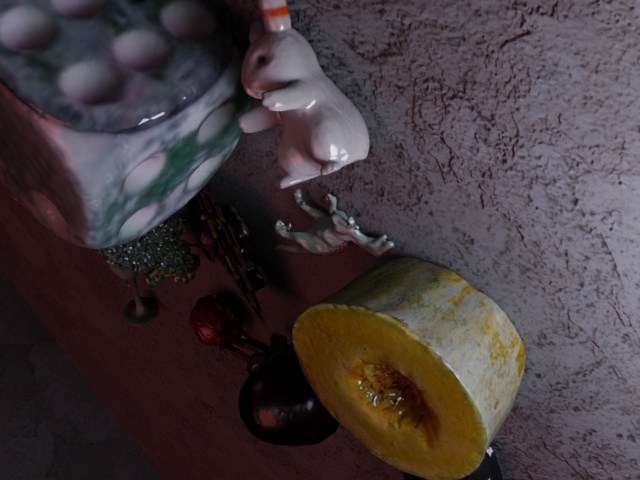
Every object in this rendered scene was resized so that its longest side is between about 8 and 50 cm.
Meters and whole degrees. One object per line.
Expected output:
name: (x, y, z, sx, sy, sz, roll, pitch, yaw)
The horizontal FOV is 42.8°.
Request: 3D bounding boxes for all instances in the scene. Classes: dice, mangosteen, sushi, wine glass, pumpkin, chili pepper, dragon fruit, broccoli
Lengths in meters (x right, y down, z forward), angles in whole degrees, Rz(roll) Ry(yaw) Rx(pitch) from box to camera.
dice: (-0.323, -0.214, 1.218, 0.330, 0.328, 0.348, 44, 151, 7)
mangosteen: (-0.052, 0.306, 1.636, 0.216, 0.216, 0.216, 33, 148, 25)
sushi: (-0.162, -0.007, 1.543, 0.264, 0.050, 0.290, 48, 160, 46)
wine glass: (-0.414, 0.124, 1.988, 0.264, 0.096, 0.309, 33, 147, 28)
pumpkin: (0.141, 0.171, 1.226, 0.332, 0.199, 0.332, 25, 139, 24)
chili pepper: (-0.198, -0.030, 1.485, 0.083, 0.017, 0.030, 71, -173, -54)
dragon fruit: (-0.228, 0.176, 1.796, 0.121, 0.130, 0.142, 12, 146, -7)
broccoli: (-0.439, -0.103, 1.683, 0.397, 0.275, 0.352, 44, 140, 52)

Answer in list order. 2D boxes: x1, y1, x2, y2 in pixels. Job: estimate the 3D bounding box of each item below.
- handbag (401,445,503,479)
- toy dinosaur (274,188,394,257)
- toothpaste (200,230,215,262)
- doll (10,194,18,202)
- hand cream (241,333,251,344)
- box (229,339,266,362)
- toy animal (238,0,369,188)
handbag: (0.234, 0.432, 1.505, 0.244, 0.088, 0.275, 21, 144, 44)
toy dinosaur: (0.000, 0.000, 1.323, 0.167, 0.053, 0.242, 42, 143, -3)
toothpaste: (-0.224, 0.009, 1.636, 0.045, 0.028, 0.170, 56, 167, 9)
doll: (-0.460, -0.124, 1.402, 0.252, 0.237, 0.111, 38, 127, 8)
hand cream: (-0.198, 0.208, 1.883, 0.102, 0.022, 0.035, 39, 151, 6)
box: (-0.165, 0.262, 1.881, 0.156, 0.022, 0.089, 17, 149, 44)
toy animal: (-0.050, -0.201, 1.065, 0.282, 0.138, 0.140, 55, 155, -10)
